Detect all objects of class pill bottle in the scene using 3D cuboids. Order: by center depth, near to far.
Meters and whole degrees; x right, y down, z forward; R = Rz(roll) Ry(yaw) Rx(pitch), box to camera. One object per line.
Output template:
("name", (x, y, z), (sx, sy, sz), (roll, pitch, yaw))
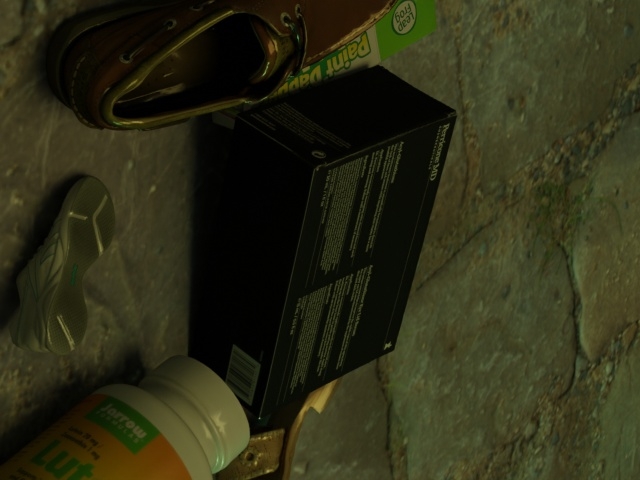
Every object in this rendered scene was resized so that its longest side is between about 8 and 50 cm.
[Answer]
("pill bottle", (-0.175, 0.202, 1.464), (0.246, 0.136, 0.136), (-39, 134, -33))

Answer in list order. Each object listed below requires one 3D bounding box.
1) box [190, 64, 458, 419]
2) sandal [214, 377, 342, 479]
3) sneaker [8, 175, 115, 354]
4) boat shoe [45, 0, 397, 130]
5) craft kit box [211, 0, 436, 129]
("box", (0.000, 0.000, 1.572), (0.184, 0.103, 0.261), (-21, 136, -42))
("sandal", (-0.064, 0.185, 1.665), (0.079, 0.088, 0.240), (36, 69, -20))
("sneaker", (-0.206, 0.017, 1.413), (0.054, 0.061, 0.152), (41, 55, -43))
("boat shoe", (-0.052, -0.152, 1.401), (0.307, 0.104, 0.110), (-26, 124, -20))
("craft kit box", (-0.004, -0.249, 1.532), (0.250, 0.061, 0.246), (-34, 133, -37))
